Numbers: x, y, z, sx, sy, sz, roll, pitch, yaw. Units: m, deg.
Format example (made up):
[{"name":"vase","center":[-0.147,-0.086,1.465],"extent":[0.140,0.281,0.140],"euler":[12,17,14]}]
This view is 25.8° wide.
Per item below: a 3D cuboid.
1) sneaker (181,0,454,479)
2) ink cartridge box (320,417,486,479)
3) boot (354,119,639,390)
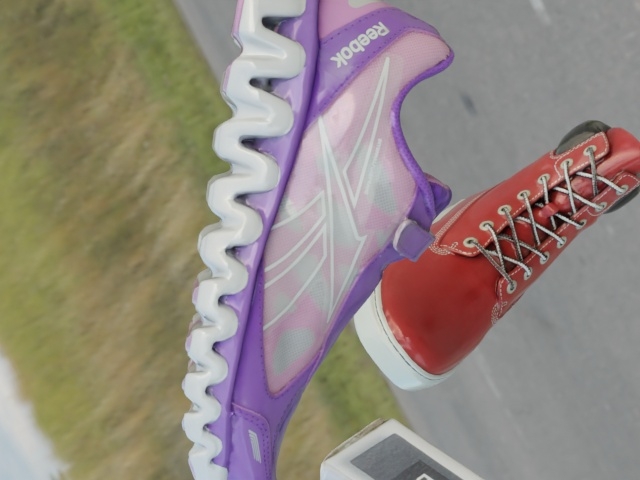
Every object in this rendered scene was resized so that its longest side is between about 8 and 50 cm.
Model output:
[{"name":"sneaker","center":[0.000,0.000,0.591],"extent":[0.095,0.104,0.236],"euler":[-130,50,-80]},{"name":"ink cartridge box","center":[0.088,0.191,0.491],"extent":[0.208,0.045,0.206],"euler":[29,137,37]},{"name":"boot","center":[0.129,-0.003,0.923],"extent":[0.088,0.176,0.244],"euler":[53,-147,-5]}]
